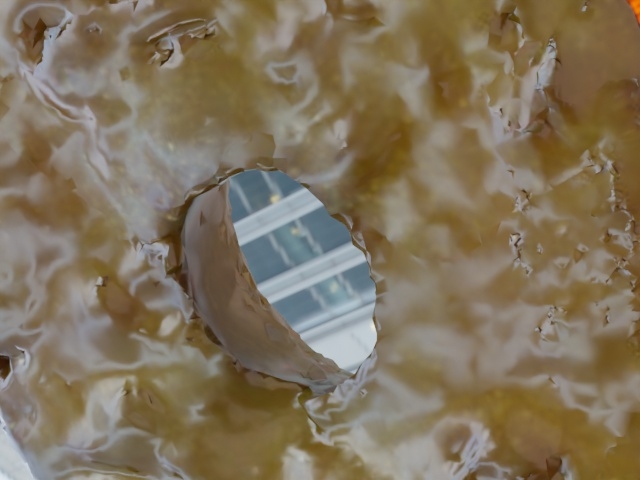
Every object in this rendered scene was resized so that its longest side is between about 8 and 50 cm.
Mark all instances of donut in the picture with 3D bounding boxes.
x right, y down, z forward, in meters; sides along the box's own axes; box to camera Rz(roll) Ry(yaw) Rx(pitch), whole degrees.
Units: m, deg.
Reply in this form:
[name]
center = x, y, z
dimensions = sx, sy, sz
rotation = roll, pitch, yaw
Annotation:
[donut]
center = 0.000, 0.003, 0.411
dimensions = 0.277, 0.278, 0.108
rotation = 62, -155, -4
